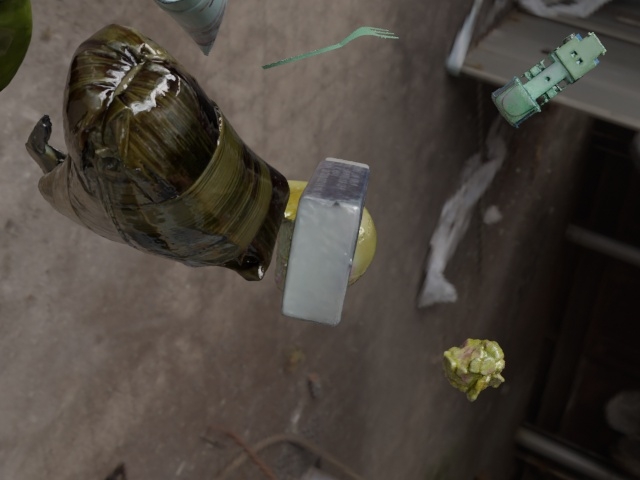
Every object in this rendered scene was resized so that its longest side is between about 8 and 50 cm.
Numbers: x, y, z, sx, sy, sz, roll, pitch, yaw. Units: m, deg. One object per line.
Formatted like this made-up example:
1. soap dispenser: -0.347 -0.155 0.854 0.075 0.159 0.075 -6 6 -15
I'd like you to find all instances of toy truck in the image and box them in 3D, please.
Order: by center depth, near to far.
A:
1. toy truck: 0.334 -0.236 1.482 0.175 0.067 0.081 -36 -178 15

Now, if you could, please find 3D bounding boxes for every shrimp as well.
1. shrimp: -0.244 -0.092 1.234 0.198 0.262 0.051 45 52 -52

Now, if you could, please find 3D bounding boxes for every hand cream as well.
1. hand cream: -0.122 -0.234 0.985 0.331 0.058 0.085 -103 -153 -84

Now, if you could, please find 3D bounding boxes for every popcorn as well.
1. popcorn: 0.242 0.200 1.612 0.109 0.097 0.089 -116 -164 -75

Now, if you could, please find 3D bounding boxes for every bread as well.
1. bread: 0.008 0.006 1.625 0.260 0.156 0.158 -93 -172 -61

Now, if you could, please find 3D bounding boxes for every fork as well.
1. fork: 0.017 -0.297 1.553 0.235 0.039 0.021 -19 130 -25

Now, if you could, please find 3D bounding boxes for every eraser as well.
1. eraser: 0.007 -0.007 0.812 0.212 0.046 0.091 -70 171 -77

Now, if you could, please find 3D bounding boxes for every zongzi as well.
1. zongzi: -0.200 -0.081 0.916 0.134 0.288 0.286 -68 154 -20

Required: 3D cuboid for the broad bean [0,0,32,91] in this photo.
1. broad bean: -0.272 -0.165 0.704 0.153 0.072 0.206 -5 133 -33
